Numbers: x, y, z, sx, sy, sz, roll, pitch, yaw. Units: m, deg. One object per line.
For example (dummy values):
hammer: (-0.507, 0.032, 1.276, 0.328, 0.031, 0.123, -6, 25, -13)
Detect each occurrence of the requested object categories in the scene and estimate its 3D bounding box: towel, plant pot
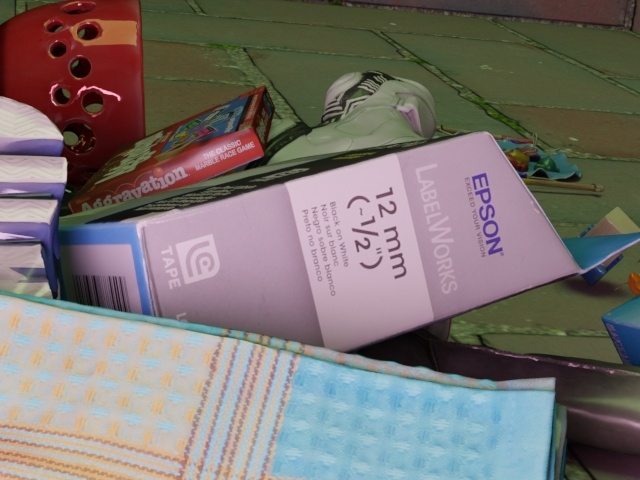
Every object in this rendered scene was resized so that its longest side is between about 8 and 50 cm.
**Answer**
towel: (-0.087, 0.132, 0.589, 0.370, 0.040, 0.271, 10, 45, 3)
plant pot: (-0.255, -0.139, 1.425, 0.174, 0.191, 0.191, -4, 18, -8)

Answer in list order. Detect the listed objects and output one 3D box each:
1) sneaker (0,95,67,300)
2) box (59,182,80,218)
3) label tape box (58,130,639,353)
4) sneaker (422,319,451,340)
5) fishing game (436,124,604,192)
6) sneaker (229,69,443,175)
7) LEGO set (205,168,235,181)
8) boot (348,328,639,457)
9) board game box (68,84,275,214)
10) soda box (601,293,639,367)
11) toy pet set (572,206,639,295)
sneaker: (-0.187, 0.089, 0.775, 0.127, 0.182, 0.315, 3, 46, -6)
box: (-0.227, -0.015, 1.236, 0.062, 0.052, 0.083, -7, 22, -37)
label tape box: (0.000, 0.000, 0.940, 0.347, 0.115, 0.249, -18, 7, -28)
sneaker: (0.032, 0.033, 1.153, 0.074, 0.063, 0.170, 4, 20, -31)
fishing game: (0.226, -0.110, 1.776, 0.189, 0.041, 0.264, 7, 16, -10)
sneaker: (0.072, -0.062, 1.385, 0.210, 0.137, 0.366, 16, 23, 27)
LEGO set: (-0.118, 0.023, 1.135, 0.132, 0.107, 0.287, -24, 4, 31)
boot: (0.116, 0.106, 0.951, 0.208, 0.076, 0.189, 18, 21, 14)
board game box: (-0.110, -0.072, 1.174, 0.145, 0.027, 0.281, -24, 11, 4)
soda box: (0.271, 0.073, 0.981, 0.071, 0.067, 0.210, -28, 10, -10)
toy pet set: (0.270, 0.034, 1.302, 0.114, 0.065, 0.122, 47, 30, 9)
